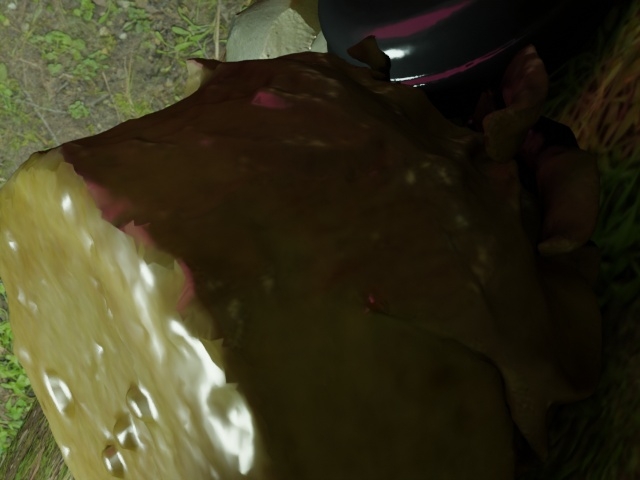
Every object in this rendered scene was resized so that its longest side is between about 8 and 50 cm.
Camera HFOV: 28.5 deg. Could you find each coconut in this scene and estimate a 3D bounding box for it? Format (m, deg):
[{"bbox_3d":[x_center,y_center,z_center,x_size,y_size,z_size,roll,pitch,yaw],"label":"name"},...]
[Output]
[{"bbox_3d":[-0.032,-0.210,1.450,0.161,0.162,0.161,-57,16,26],"label":"coconut"}]

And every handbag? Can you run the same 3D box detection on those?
[{"bbox_3d":[0.120,-0.228,0.951,0.254,0.093,0.308,-11,48,36],"label":"handbag"}]

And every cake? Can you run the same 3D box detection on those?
[{"bbox_3d":[0.017,0.041,0.730,0.321,0.332,0.332,-26,-3,-27],"label":"cake"}]

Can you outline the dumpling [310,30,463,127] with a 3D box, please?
[{"bbox_3d":[0.054,-0.129,1.099,0.162,0.132,0.250,-43,38,31],"label":"dumpling"}]
